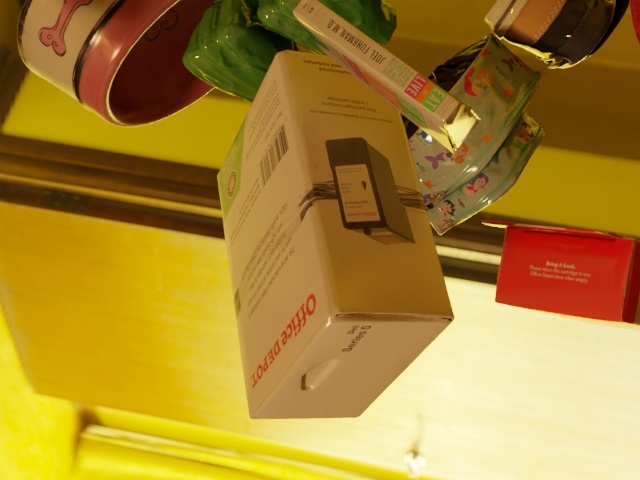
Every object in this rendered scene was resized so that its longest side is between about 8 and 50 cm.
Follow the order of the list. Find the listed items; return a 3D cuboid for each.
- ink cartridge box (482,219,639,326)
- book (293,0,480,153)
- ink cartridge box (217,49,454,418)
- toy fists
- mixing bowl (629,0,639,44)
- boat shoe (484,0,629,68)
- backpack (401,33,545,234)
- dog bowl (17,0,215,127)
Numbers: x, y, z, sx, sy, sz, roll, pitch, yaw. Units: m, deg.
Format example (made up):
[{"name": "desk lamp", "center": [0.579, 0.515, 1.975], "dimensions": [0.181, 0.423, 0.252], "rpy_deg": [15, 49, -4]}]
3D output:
[{"name": "ink cartridge box", "center": [0.260, 0.038, 1.001], "dimensions": [0.231, 0.134, 0.078], "rpy_deg": [13, 85, -47]}, {"name": "book", "center": [0.051, -0.130, 0.813], "dimensions": [0.035, 0.144, 0.096], "rpy_deg": [-52, 165, 4]}, {"name": "ink cartridge box", "center": [0.000, 0.000, 0.951], "dimensions": [0.198, 0.115, 0.273], "rpy_deg": [124, -38, -50]}, {"name": "toy fists", "center": [-0.049, -0.262, 1.293], "dimensions": [0.142, 0.279, 0.096], "rpy_deg": [22, 60, -44]}, {"name": "mixing bowl", "center": [0.277, -0.173, 0.733], "dimensions": [0.181, 0.098, 0.181], "rpy_deg": [172, -90, -85]}, {"name": "boat shoe", "center": [0.357, -0.342, 1.544], "dimensions": [0.187, 0.156, 0.500], "rpy_deg": [-59, 175, 21]}, {"name": "backpack", "center": [0.185, -0.144, 1.414], "dimensions": [0.225, 0.191, 0.253], "rpy_deg": [-52, -179, -32]}, {"name": "dog bowl", "center": [-0.220, -0.327, 1.518], "dimensions": [0.408, 0.150, 0.408], "rpy_deg": [-39, 169, -9]}]
